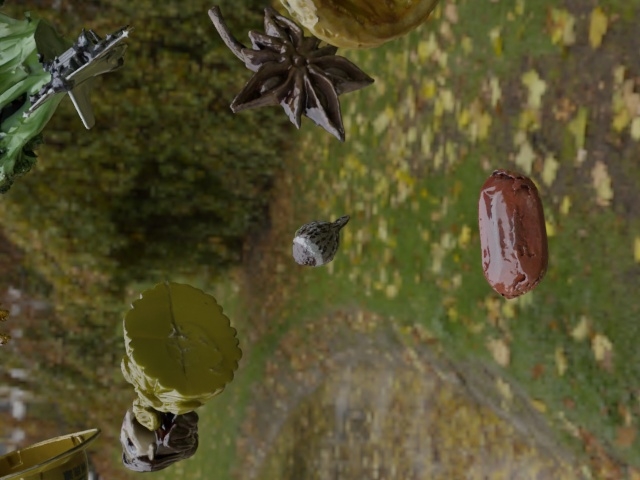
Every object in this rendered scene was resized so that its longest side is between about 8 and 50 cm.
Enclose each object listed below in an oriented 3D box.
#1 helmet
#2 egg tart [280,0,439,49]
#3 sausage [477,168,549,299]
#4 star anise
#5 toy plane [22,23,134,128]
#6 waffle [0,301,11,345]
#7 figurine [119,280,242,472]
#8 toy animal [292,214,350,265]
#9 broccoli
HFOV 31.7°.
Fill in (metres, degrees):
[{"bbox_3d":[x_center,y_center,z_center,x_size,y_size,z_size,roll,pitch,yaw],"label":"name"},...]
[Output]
[{"bbox_3d":[-0.458,0.411,1.835,0.205,0.257,0.140,-30,-76,-70],"label":"helmet"},{"bbox_3d":[0.057,-0.512,1.858,0.169,0.387,0.388,27,116,60],"label":"egg tart"},{"bbox_3d":[0.209,-0.009,1.224,0.076,0.076,0.141,131,134,-75],"label":"sausage"},{"bbox_3d":[-0.061,-0.335,2.225,0.109,0.349,0.292,119,159,-46],"label":"star anise"},{"bbox_3d":[-0.260,-0.200,1.249,0.160,0.082,0.234,-34,24,19],"label":"toy plane"},{"bbox_3d":[-0.540,0.115,1.526,0.229,0.231,0.051,58,166,11],"label":"waffle"},{"bbox_3d":[-0.235,0.235,1.650,0.187,0.168,0.315,47,138,22],"label":"figurine"},{"bbox_3d":[0.000,0.000,2.285,0.137,0.098,0.098,-40,35,26],"label":"toy animal"},{"bbox_3d":[-0.433,-0.201,1.372,0.308,0.275,0.308,53,-154,-40],"label":"broccoli"}]
